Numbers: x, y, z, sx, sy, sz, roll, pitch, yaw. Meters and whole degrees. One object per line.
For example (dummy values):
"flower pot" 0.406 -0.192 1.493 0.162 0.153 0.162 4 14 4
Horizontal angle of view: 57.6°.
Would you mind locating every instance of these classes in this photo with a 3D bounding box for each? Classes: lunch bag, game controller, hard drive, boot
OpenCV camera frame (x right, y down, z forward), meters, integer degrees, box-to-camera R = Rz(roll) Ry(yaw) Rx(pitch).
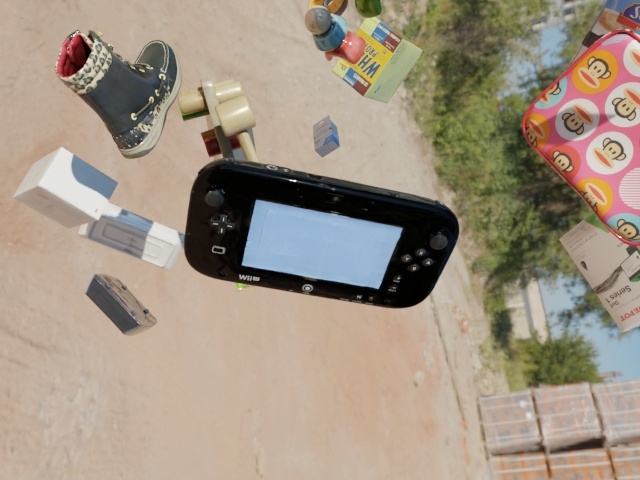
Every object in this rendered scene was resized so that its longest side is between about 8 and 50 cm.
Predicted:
"lunch bag" 0.483 -0.167 0.870 0.120 0.258 0.293 -11 61 -48
"game controller" 0.000 0.000 0.702 0.067 0.319 0.166 -96 -161 -61
"hard drive" -0.475 0.156 1.391 0.172 0.054 0.255 47 -10 -2
"boot" -0.304 -0.269 0.902 0.178 0.085 0.236 57 33 -55

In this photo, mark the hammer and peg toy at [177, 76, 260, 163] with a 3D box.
"hammer and peg toy" -0.194 -0.190 1.170 0.361 0.127 0.266 -125 -160 -69

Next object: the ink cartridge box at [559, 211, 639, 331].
"ink cartridge box" 0.590 0.040 1.102 0.219 0.092 0.160 64 -31 22

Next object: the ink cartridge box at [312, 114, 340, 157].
"ink cartridge box" 0.012 -0.221 1.231 0.028 0.048 0.083 39 33 -39

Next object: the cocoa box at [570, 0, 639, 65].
"cocoa box" 0.750 -0.500 1.256 0.347 0.231 0.228 -49 165 -28

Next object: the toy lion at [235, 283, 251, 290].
"toy lion" -0.195 0.123 1.702 0.096 0.100 0.034 -4 78 -44

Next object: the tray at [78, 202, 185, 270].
"tray" -0.511 -0.006 1.584 0.270 0.145 0.030 24 34 -18

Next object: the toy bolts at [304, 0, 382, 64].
"toy bolts" 0.023 -0.536 1.319 0.158 0.218 0.228 26 79 -55

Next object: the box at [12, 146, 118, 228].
"box" -0.515 -0.101 1.173 0.130 0.170 0.091 37 61 -34

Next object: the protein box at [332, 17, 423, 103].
"protein box" 0.178 -0.548 1.777 0.136 0.200 0.201 43 23 16

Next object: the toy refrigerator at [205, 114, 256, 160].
"toy refrigerator" -0.244 -0.246 1.640 0.094 0.102 0.269 23 -53 58
